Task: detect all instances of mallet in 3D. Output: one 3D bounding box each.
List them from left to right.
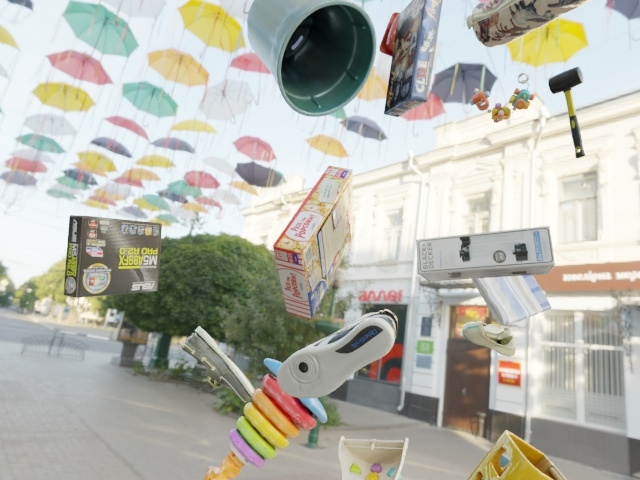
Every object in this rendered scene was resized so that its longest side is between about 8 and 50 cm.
[{"bbox_3d":[0.528,-0.266,0.862,0.039,0.190,0.062,4,-20,-41],"label":"mallet"}]

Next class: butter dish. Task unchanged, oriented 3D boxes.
[{"bbox_3d":[0.311,-0.750,1.515,0.160,0.160,0.118,21,6,5],"label":"butter dish"}]

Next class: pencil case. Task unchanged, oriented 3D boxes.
[{"bbox_3d":[0.661,-0.747,1.298,0.183,0.160,0.410,7,-3,-28],"label":"pencil case"}]

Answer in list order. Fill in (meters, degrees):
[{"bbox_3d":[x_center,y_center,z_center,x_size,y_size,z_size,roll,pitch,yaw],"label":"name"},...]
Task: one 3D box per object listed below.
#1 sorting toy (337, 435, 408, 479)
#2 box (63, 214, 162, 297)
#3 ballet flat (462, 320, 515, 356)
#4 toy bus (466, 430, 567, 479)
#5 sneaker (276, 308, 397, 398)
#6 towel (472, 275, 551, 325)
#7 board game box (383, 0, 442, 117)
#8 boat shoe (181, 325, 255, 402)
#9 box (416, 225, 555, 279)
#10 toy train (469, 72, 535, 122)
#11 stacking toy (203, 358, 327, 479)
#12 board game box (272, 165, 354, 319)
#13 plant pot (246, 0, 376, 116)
[{"bbox_3d":[0.057,0.264,0.473,0.083,0.045,0.075,-9,13,21],"label":"sorting toy"},{"bbox_3d":[-0.585,0.045,1.207,0.060,0.217,0.270,3,-2,26],"label":"box"},{"bbox_3d":[0.541,0.296,1.279,0.248,0.086,0.086,20,-19,-30],"label":"ballet flat"},{"bbox_3d":[0.230,0.355,0.547,0.104,0.202,0.191,34,-40,-5],"label":"toy bus"},{"bbox_3d":[0.039,0.188,0.702,0.216,0.079,0.121,-30,-8,19],"label":"sneaker"},{"bbox_3d":[0.611,0.152,1.344,0.284,0.209,0.034,-6,-30,-33],"label":"towel"},{"bbox_3d":[0.210,-0.426,0.964,0.042,0.244,0.165,7,2,-13],"label":"board game box"},{"bbox_3d":[-0.319,0.399,1.307,0.305,0.091,0.109,38,-20,27],"label":"boat shoe"},{"bbox_3d":[0.388,0.040,1.007,0.289,0.087,0.169,-7,-14,23],"label":"box"},{"bbox_3d":[0.525,-0.402,1.210,0.166,0.046,0.125,-17,-58,39],"label":"toy train"},{"bbox_3d":[-0.141,0.439,0.943,0.175,0.302,0.166,33,-22,32],"label":"stacking toy"},{"bbox_3d":[0.000,0.000,0.647,0.045,0.194,0.147,14,-44,19],"label":"board game box"},{"bbox_3d":[-0.056,-0.629,1.326,0.334,0.341,0.341,53,12,34],"label":"plant pot"}]
